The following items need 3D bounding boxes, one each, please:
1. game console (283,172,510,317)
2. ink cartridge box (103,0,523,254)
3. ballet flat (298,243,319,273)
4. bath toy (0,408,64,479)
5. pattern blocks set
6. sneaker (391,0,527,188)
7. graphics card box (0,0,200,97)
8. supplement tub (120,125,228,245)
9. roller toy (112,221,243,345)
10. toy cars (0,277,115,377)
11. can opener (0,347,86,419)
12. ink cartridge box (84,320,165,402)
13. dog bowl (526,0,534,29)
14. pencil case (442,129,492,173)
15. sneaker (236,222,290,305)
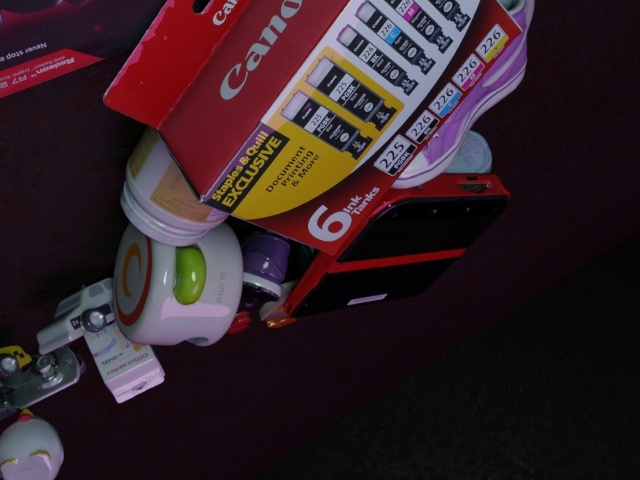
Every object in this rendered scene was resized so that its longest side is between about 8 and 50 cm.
[{"bbox_3d":[0.148,0.008,1.251,0.386,0.060,0.342,-4,144,-42],"label":"game console"},{"bbox_3d":[-0.004,-0.166,0.651,0.272,0.130,0.309,22,113,-47],"label":"ink cartridge box"},{"bbox_3d":[0.000,0.000,1.279,0.087,0.083,0.247,-28,160,-10],"label":"ballet flat"},{"bbox_3d":[-0.568,0.318,1.007,0.348,0.129,0.151,-4,117,-18],"label":"bath toy"},{"bbox_3d":[-0.030,0.109,1.354,0.325,0.026,0.285,-3,152,-45],"label":"pattern blocks set"},{"bbox_3d":[0.153,-0.200,0.828,0.282,0.102,0.161,-49,155,-17],"label":"sneaker"},{"bbox_3d":[-0.211,-0.273,0.483,0.233,0.094,0.371,-27,160,-19],"label":"graphics card box"},{"bbox_3d":[-0.152,-0.103,0.840,0.144,0.144,0.200,-3,141,-48],"label":"supplement tub"},{"bbox_3d":[-0.203,0.054,0.976,0.146,0.209,0.191,9,123,-35],"label":"roller toy"},{"bbox_3d":[-0.436,0.142,1.001,0.393,0.087,0.176,-28,-177,-18],"label":"toy cars"},{"bbox_3d":[-0.532,0.271,1.133,0.283,0.076,0.095,-27,153,-12],"label":"can opener"},{"bbox_3d":[-0.332,0.191,1.146,0.092,0.143,0.090,-27,154,-16],"label":"ink cartridge box"},{"bbox_3d":[0.143,-0.274,0.939,0.348,0.102,0.349,-27,155,-14],"label":"dog bowl"},{"bbox_3d":[0.279,-0.109,1.378,0.124,0.113,0.273,-15,154,4],"label":"pencil case"},{"bbox_3d":[-0.112,0.035,1.132,0.107,0.124,0.283,24,166,-20],"label":"sneaker"}]
